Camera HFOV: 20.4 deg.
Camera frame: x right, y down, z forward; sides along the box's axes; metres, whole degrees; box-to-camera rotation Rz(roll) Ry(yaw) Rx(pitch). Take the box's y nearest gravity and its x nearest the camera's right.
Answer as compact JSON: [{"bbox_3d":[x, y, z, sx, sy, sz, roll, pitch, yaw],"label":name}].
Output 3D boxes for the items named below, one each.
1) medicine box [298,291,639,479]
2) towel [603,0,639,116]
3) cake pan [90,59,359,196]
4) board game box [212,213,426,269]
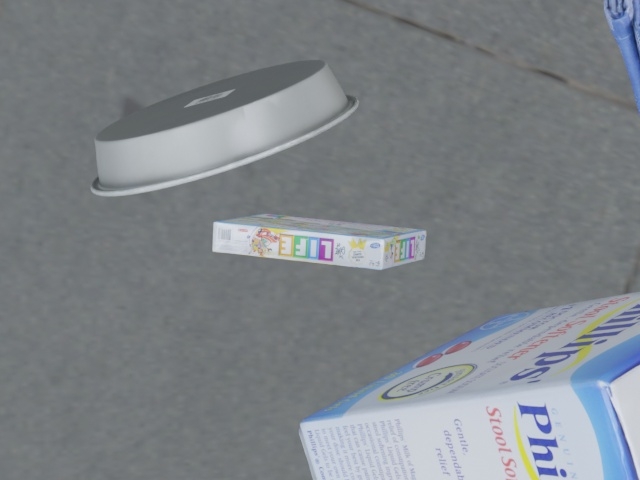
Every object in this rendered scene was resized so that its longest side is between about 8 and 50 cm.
[{"bbox_3d":[0.183,0.143,1.308,0.289,0.263,0.149,-14,96,44],"label":"medicine box"},{"bbox_3d":[0.259,-0.194,1.440,0.034,0.209,0.285,-11,45,16],"label":"towel"},{"bbox_3d":[-0.106,-0.122,1.839,0.293,0.293,0.054,-11,104,28],"label":"cake pan"},{"bbox_3d":[0.000,0.000,1.502,0.154,0.103,0.026,6,97,23],"label":"board game box"}]
